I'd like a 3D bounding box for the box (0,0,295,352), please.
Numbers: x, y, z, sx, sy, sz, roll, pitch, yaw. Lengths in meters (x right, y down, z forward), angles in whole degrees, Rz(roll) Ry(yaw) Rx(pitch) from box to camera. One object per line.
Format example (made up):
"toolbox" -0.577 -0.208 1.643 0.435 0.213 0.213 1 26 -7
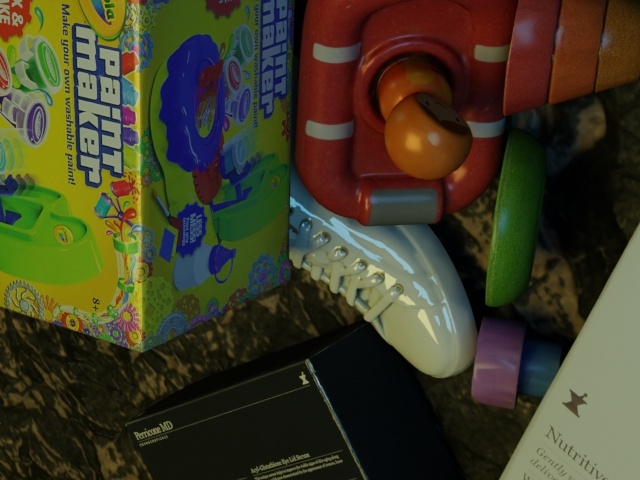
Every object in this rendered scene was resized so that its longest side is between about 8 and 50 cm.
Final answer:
"box" -0.177 -0.112 1.346 0.279 0.177 0.290 14 114 32

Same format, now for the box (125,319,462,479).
"box" -0.022 0.189 1.589 0.261 0.103 0.184 -22 97 47

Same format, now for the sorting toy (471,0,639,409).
"sorting toy" 0.183 -0.030 1.310 0.126 0.127 0.365 8 123 8

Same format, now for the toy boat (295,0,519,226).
"toy boat" 0.066 -0.097 1.297 0.151 0.151 0.231 -107 17 -56

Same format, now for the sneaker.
"sneaker" 0.000 0.000 1.450 0.290 0.123 0.106 54 146 10

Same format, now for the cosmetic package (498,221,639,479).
"cosmetic package" 0.289 0.081 1.201 0.217 0.156 0.385 40 134 24
